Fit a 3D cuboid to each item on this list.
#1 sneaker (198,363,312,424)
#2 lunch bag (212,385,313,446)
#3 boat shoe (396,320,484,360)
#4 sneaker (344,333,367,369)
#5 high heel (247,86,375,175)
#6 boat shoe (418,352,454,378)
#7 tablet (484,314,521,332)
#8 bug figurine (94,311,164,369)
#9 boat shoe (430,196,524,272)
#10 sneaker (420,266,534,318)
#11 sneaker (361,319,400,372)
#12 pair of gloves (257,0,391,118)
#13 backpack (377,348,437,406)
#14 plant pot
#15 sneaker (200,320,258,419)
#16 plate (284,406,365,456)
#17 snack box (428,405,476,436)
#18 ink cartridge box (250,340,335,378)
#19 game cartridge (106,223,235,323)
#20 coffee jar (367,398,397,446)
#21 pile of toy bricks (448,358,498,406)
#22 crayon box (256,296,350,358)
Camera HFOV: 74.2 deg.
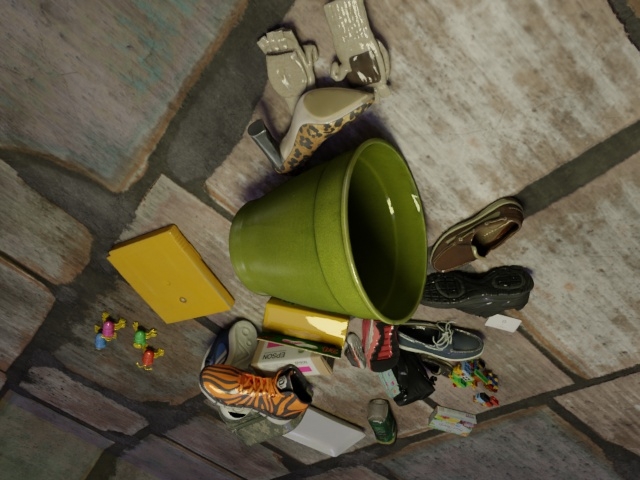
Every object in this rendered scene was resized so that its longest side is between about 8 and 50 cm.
[{"bbox_3d":[-0.162,0.395,1.174,0.321,0.124,0.180,28,127,-24],"label":"sneaker"},{"bbox_3d":[-0.223,0.553,1.512,0.305,0.212,0.256,-32,98,32],"label":"lunch bag"},{"bbox_3d":[0.336,0.277,1.213,0.255,0.095,0.079,8,142,19],"label":"boat shoe"},{"bbox_3d":[0.100,0.362,1.362,0.065,0.061,0.157,-4,127,25],"label":"sneaker"},{"bbox_3d":[0.002,-0.219,0.891,0.261,0.093,0.186,-15,154,14],"label":"high heel"},{"bbox_3d":[0.365,0.400,1.328,0.152,0.049,0.056,35,129,-13],"label":"boat shoe"},{"bbox_3d":[0.510,0.230,1.184,0.083,0.006,0.054,14,130,3],"label":"tablet"},{"bbox_3d":[-0.727,0.375,1.573,0.279,0.072,0.216,20,130,-2],"label":"bug figurine"},{"bbox_3d":[0.352,0.006,0.983,0.095,0.095,0.257,32,129,-12],"label":"boat shoe"},{"bbox_3d":[0.390,0.150,1.091,0.287,0.109,0.130,-4,135,21],"label":"sneaker"},{"bbox_3d":[0.163,0.213,1.187,0.116,0.136,0.313,0,115,-21],"label":"sneaker"},{"bbox_3d":[0.012,-0.340,0.826,0.240,0.042,0.204,-11,130,29],"label":"pair of gloves"},{"bbox_3d":[0.241,0.395,1.275,0.152,0.182,0.115,1,137,-36],"label":"backpack"},{"bbox_3d":[0.000,0.000,0.933,0.353,0.366,0.366,-8,127,34],"label":"plant pot"},{"bbox_3d":[-0.300,0.437,1.356,0.130,0.322,0.236,24,132,-28],"label":"sneaker"},{"bbox_3d":[0.003,0.772,1.726,0.277,0.045,0.278,26,130,-8],"label":"plate"},{"bbox_3d":[0.468,0.644,1.508,0.141,0.037,0.100,13,132,4],"label":"snack box"},{"bbox_3d":[-0.069,0.309,1.272,0.235,0.193,0.088,-13,124,22],"label":"ink cartridge box"},{"bbox_3d":[-0.465,0.116,1.317,0.286,0.052,0.323,-15,121,25],"label":"game cartridge"},{"bbox_3d":[0.229,0.673,1.554,0.079,0.096,0.184,-6,126,22],"label":"coffee jar"},{"bbox_3d":[0.444,0.422,1.286,0.212,0.118,0.105,43,133,-19],"label":"pile of toy bricks"},{"bbox_3d":[-0.022,0.180,1.080,0.202,0.318,0.081,11,102,5],"label":"crayon box"}]
